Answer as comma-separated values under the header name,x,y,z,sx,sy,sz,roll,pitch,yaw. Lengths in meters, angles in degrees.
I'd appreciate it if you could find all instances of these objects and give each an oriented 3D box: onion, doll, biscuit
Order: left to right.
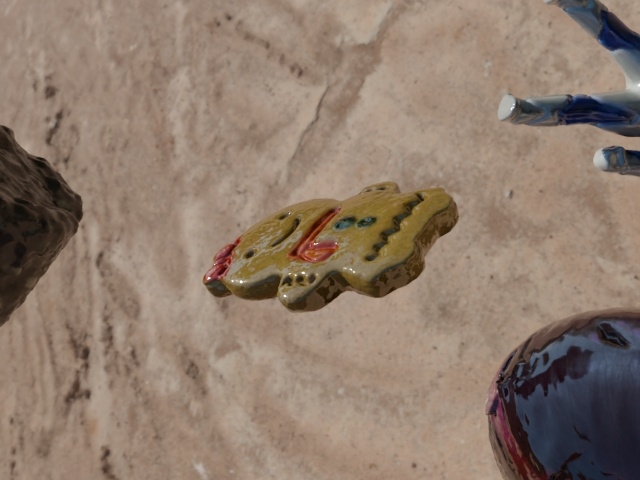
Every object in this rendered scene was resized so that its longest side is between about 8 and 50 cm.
name,x,y,z,sx,sy,sz,roll,pitch,yaw
biscuit,0.000,0.000,0.632,0.226,0.036,0.166,-2,35,42
onion,0.297,0.218,0.632,0.348,0.347,0.285,-14,38,51
doll,0.232,-0.084,0.476,0.057,0.227,0.114,-162,92,-78

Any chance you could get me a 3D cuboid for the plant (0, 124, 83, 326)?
name,x,y,z,sx,sy,sz,roll,pitch,yaw
plant,-0.450,0.018,0.878,0.312,0.215,0.213,-45,27,12
